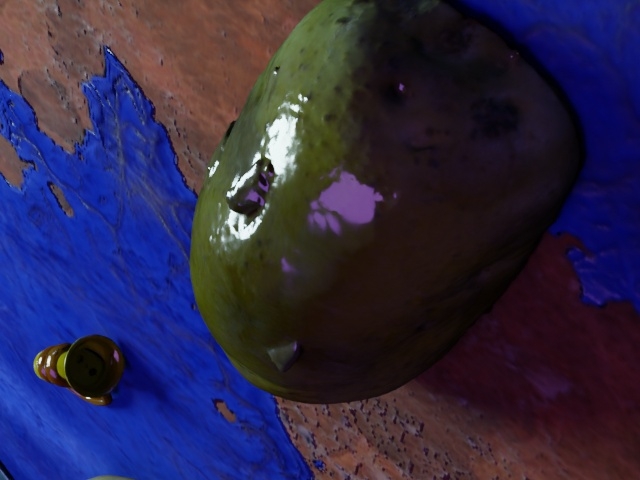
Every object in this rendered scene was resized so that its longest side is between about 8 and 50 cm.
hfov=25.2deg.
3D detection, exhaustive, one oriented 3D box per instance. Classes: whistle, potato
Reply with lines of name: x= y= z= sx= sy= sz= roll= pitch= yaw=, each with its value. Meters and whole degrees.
whistle: x=-0.178 y=0.097 z=1.071 sx=0.109 sy=0.057 sz=0.046 roll=-14 pitch=64 yaw=64
potato: x=0.000 y=0.000 z=0.690 sx=0.160 sy=0.111 sz=0.271 roll=45 pitch=146 yaw=9

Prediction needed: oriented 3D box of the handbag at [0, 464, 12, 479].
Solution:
handbag: x=-0.383 y=0.217 z=1.320 sx=0.221 sy=0.144 sz=0.057 roll=55 pitch=148 yaw=-5

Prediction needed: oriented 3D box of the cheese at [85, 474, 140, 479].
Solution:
cheese: x=-0.152 y=0.288 z=1.128 sx=0.235 sy=0.117 sz=0.218 roll=6 pitch=126 yaw=47
